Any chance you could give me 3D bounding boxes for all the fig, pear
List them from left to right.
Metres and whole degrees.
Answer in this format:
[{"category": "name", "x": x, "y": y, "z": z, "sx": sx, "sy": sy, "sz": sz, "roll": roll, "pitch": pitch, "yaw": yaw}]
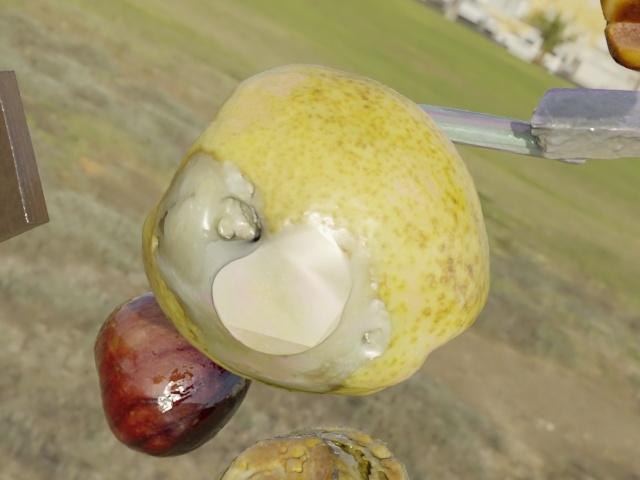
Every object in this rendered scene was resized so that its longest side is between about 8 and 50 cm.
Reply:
[{"category": "fig", "x": -0.146, "y": 0.151, "z": 1.991, "sx": 0.186, "sy": 0.250, "sz": 0.203, "roll": 62, "pitch": 15, "yaw": -51}, {"category": "pear", "x": 0.000, "y": 0.000, "z": 1.276, "sx": 0.271, "sy": 0.271, "sz": 0.271, "roll": 27, "pitch": 10, "yaw": -5}]

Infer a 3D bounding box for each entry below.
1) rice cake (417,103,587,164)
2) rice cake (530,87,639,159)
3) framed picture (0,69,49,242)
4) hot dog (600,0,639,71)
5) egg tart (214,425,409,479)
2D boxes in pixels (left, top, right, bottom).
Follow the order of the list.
[{"category": "rice cake", "x": 0.202, "y": -0.120, "z": 1.864, "sx": 0.222, "sy": 0.042, "sz": 0.080, "roll": 10, "pitch": 4, "yaw": -7}, {"category": "rice cake", "x": 0.416, "y": -0.126, "z": 1.830, "sx": 0.399, "sy": 0.064, "sz": 0.070, "roll": 1, "pitch": 51, "yaw": -10}, {"category": "framed picture", "x": -0.292, "y": -0.056, "z": 1.363, "sx": 0.023, "sy": 0.127, "sz": 0.168, "roll": -9, "pitch": -7, "yaw": -44}, {"category": "hot dog", "x": 0.350, "y": -0.181, "z": 1.312, "sx": 0.250, "sy": 0.104, "sz": 0.076, "roll": -2, "pitch": 16, "yaw": 21}, {"category": "egg tart", "x": -0.030, "y": 0.260, "z": 1.562, "sx": 0.241, "sy": 0.241, "sz": 0.106, "roll": 40, "pitch": -15, "yaw": 48}]
